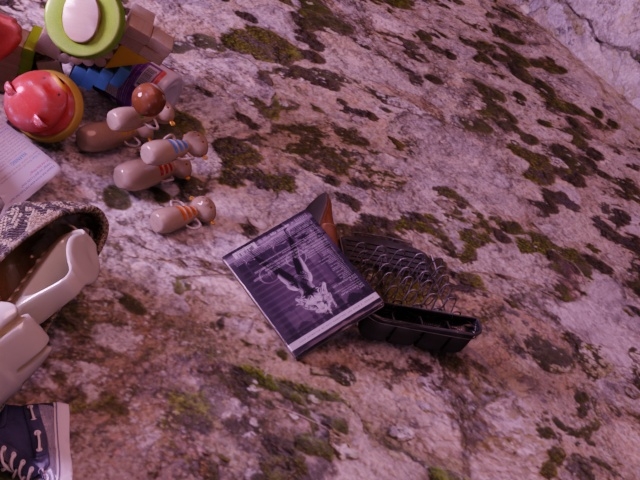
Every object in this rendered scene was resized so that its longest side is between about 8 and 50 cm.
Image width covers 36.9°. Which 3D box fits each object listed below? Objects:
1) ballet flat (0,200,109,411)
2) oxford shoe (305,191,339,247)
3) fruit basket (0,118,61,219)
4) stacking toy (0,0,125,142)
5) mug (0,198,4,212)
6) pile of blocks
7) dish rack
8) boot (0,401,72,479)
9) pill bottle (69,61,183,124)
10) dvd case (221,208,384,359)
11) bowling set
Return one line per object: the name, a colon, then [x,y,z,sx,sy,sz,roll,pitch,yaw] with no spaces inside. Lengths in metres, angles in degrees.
ballet flat: [-0.381,0.084,1.173,0.182,0.164,0.483,-13,29,18]
oxford shoe: [0.000,0.000,1.649,0.076,0.076,0.212,38,34,-25]
fruit basket: [-0.604,-0.133,1.380,0.353,0.165,0.327,43,38,-8]
stacking toy: [-0.479,-0.336,1.522,0.309,0.279,0.130,38,5,-4]
mug: [-0.479,-0.031,1.312,0.078,0.062,0.064,9,70,6]
pile of blocks: [-0.431,-0.333,1.675,0.362,0.149,0.113,-1,40,1]
dish rack: [0.138,0.072,1.627,0.208,0.074,0.272,12,37,-21]
boot: [-0.331,0.263,1.101,0.086,0.069,0.190,3,33,-19]
pill bottle: [-0.358,-0.303,1.756,0.193,0.108,0.108,33,36,8]
dvd case: [-0.030,0.064,1.512,0.164,0.018,0.221,-30,58,-16]
bowling set: [-0.254,-0.165,1.581,0.154,0.200,0.287,-19,59,-47]
